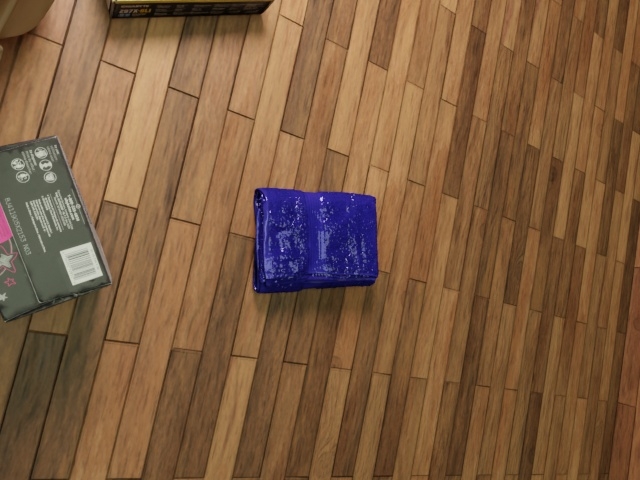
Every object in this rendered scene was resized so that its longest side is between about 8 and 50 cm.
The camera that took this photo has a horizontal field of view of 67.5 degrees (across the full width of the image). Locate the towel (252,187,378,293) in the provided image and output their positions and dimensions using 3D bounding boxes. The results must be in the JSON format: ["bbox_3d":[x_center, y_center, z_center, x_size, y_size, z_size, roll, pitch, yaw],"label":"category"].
[{"bbox_3d":[0.000,0.000,1.072,0.308,0.076,0.227,0,91,-30],"label":"towel"}]

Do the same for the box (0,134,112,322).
[{"bbox_3d":[-0.461,-0.021,0.768,0.163,0.142,0.247,-22,102,-30],"label":"box"}]

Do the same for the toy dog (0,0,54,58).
[{"bbox_3d":[-0.561,-0.439,0.592,0.408,0.284,0.395,36,37,-27],"label":"toy dog"}]

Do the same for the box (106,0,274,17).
[{"bbox_3d":[-0.270,-0.574,0.919,0.322,0.079,0.257,-16,96,-29],"label":"box"}]
